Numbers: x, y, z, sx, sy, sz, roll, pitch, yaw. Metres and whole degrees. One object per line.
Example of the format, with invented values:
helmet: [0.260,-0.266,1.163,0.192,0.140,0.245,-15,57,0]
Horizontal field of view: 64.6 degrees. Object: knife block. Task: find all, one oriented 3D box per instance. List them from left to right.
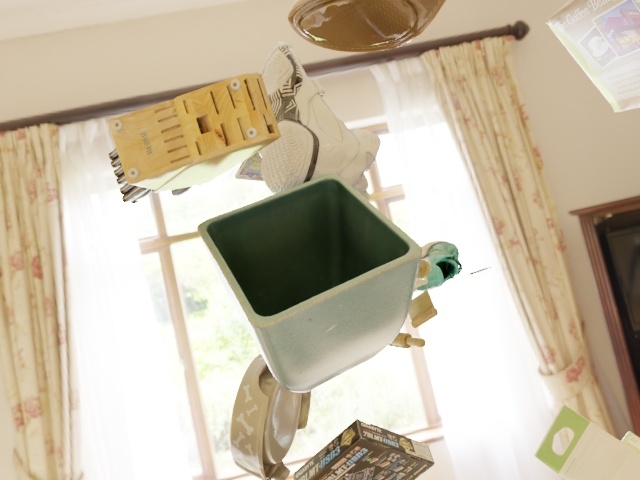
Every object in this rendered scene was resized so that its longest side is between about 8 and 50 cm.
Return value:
knife block: [-0.185,-0.133,0.747,0.276,0.088,0.242,-18,1,5]

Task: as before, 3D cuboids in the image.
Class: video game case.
video game case: [-0.138,-0.183,1.179,0.087,0.011,0.122,0,-36,-37]

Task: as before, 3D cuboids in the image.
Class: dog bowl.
dog bowl: [-0.126,0.453,1.341,0.102,0.348,0.349,5,1,17]

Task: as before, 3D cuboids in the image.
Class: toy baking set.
toy baking set: [0.139,0.112,0.996,0.030,0.196,0.256,14,-16,-31]

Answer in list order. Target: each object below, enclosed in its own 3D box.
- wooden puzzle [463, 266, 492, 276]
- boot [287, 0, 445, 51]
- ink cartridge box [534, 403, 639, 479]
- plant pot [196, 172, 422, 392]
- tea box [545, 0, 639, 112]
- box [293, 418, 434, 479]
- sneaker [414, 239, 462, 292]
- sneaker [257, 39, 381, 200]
wooden puzzle: [0.435,0.087,1.400,0.083,0.006,0.049,-19,-12,5]
boot: [0.065,-0.228,0.356,0.197,0.152,0.073,-7,-20,37]
ink cartridge box: [0.582,0.455,1.029,0.056,0.171,0.235,-15,38,-40]
plant pot: [-0.015,0.088,0.795,0.248,0.252,0.247,-23,43,-18]
tea box: [0.575,-0.387,0.722,0.323,0.220,0.329,-40,6,4]
box: [0.124,0.657,1.455,0.293,0.073,0.295,30,-66,-26]
sneaker: [0.283,0.066,1.196,0.110,0.107,0.275,-5,11,32]
sneaker: [-0.013,-0.221,0.984,0.210,0.365,0.137,13,-38,-32]
